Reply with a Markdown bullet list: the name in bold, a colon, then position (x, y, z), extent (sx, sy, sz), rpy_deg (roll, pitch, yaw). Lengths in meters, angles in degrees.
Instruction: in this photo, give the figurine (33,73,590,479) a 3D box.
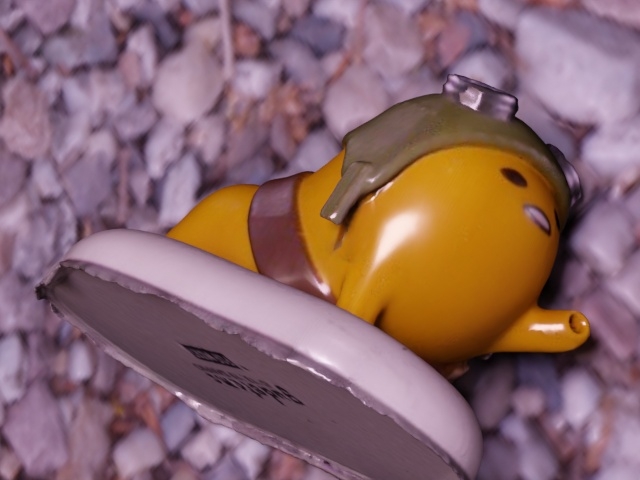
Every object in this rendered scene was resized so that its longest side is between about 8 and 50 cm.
- **figurine**: position (0.000, 0.000, 0.716), extent (0.250, 0.166, 0.141), rpy_deg (14, 69, 50)
